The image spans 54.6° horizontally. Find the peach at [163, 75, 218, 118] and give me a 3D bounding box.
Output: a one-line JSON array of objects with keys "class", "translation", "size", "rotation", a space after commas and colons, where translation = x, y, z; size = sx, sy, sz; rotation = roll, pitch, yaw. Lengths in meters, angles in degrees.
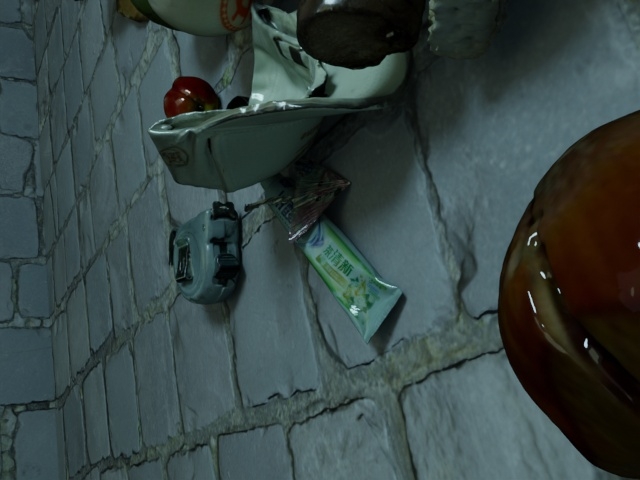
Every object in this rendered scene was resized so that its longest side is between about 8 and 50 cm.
[{"class": "peach", "translation": [-0.222, -0.230, 1.062], "size": [0.100, 0.100, 0.101], "rotation": [-3, 87, 56]}]

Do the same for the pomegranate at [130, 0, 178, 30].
[{"class": "pomegranate", "translation": [-0.213, -0.451, 0.996], "size": [0.224, 0.181, 0.181], "rotation": [-57, 43, 15]}]

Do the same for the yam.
[{"class": "yam", "translation": [0.054, -0.310, 0.579], "size": [0.131, 0.131, 0.280], "rotation": [-4, 76, 56]}]

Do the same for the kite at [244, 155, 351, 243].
[{"class": "kite", "translation": [-0.032, -0.055, 0.781], "size": [0.156, 0.011, 0.139], "rotation": [-10, 54, 28]}]

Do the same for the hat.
[{"class": "hat", "translation": [-0.028, -0.159, 0.737], "size": [0.301, 0.168, 0.258], "rotation": [4, 53, 35]}]

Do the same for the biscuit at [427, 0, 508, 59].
[{"class": "biscuit", "translation": [0.118, -0.297, 0.464], "size": [0.281, 0.084, 0.179], "rotation": [71, -153, -55]}]

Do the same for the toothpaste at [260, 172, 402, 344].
[{"class": "toothpaste", "translation": [0.000, 0.000, 0.766], "size": [0.075, 0.048, 0.297], "rotation": [-57, 46, 20]}]

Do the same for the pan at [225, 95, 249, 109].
[{"class": "pan", "translation": [-0.151, -0.152, 0.995], "size": [0.212, 0.040, 0.115], "rotation": [-20, 74, 47]}]

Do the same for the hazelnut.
[{"class": "hazelnut", "translation": [0.187, 0.026, 0.365], "size": [0.181, 0.181, 0.212], "rotation": [47, 140, 21]}]

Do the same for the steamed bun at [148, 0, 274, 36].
[{"class": "steamed bun", "translation": [-0.122, -0.371, 0.830], "size": [0.145, 0.232, 0.232], "rotation": [42, 133, 2]}]

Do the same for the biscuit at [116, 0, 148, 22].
[{"class": "biscuit", "translation": [-0.413, -0.636, 1.401], "size": [0.376, 0.051, 0.269], "rotation": [36, 117, 51]}]

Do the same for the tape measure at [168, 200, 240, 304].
[{"class": "tape measure", "translation": [-0.238, 0.043, 1.084], "size": [0.330, 0.084, 0.164], "rotation": [-23, 66, 52]}]
